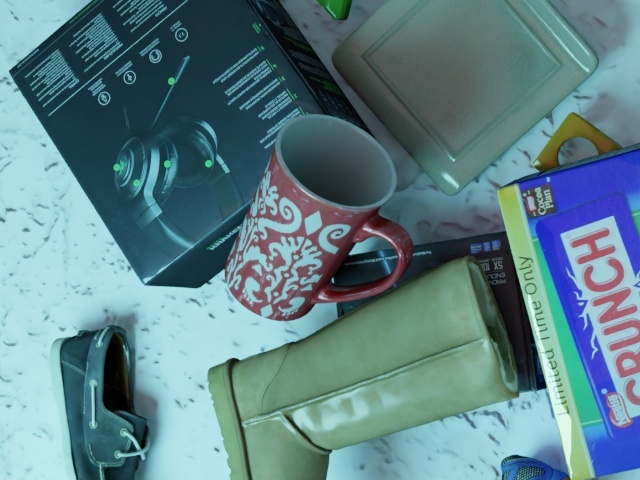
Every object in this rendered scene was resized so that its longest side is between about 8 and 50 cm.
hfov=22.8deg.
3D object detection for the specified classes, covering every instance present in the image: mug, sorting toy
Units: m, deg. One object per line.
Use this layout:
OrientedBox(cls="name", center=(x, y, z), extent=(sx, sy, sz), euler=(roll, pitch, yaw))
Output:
OrientedBox(cls="mug", center=(-0.009, -0.001, 1.410), extent=(0.150, 0.113, 0.169), euler=(60, 139, 29))
OrientedBox(cls="sorting toy", center=(0.136, -0.167, 1.492), extent=(0.196, 0.047, 0.347), euler=(-42, 83, 18))

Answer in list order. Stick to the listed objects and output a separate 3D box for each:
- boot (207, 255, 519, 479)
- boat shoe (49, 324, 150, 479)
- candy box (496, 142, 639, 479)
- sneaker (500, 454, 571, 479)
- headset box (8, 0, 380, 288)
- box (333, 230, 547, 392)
OrientedBox(cls="boot", center=(0.049, 0.167, 1.409), extent=(0.269, 0.089, 0.236), euler=(-21, 82, 17))
OrientedBox(cls="boat shoe", center=(-0.210, 0.200, 1.584), extent=(0.079, 0.084, 0.233), euler=(-16, 75, 14))
OrientedBox(cls="candy box", center=(0.338, 0.037, 1.359), extent=(0.317, 0.122, 0.268), euler=(-15, 90, 21))
OrientedBox(cls="sneaker", center=(0.154, 0.291, 1.458), extent=(0.087, 0.083, 0.221), euler=(40, 95, 31))
OrientedBox(cls="headset box", center=(-0.117, -0.120, 1.544), extent=(0.246, 0.131, 0.283), euler=(-38, 75, 14))
OrientedBox(cls="box", center=(0.112, 0.076, 1.476), extent=(0.180, 0.077, 0.147), euler=(-8, 85, 20))
